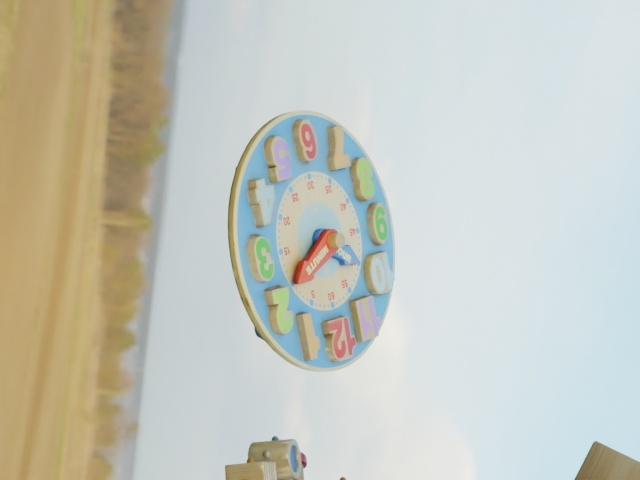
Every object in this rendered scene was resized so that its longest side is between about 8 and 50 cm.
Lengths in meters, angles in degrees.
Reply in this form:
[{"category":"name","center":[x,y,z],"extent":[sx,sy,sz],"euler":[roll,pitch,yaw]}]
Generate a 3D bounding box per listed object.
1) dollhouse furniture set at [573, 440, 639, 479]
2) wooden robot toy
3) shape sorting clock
[{"category":"dollhouse furniture set","center":[0.373,0.327,0.998],"extent":[0.394,0.256,0.362],"euler":[23,-96,53]},{"category":"wooden robot toy","center":[-0.002,0.175,0.948],"extent":[0.173,0.079,0.076],"euler":[54,32,-57]},{"category":"shape sorting clock","center":[0.000,0.000,1.065],"extent":[0.206,0.040,0.206],"euler":[4,85,-53]}]
